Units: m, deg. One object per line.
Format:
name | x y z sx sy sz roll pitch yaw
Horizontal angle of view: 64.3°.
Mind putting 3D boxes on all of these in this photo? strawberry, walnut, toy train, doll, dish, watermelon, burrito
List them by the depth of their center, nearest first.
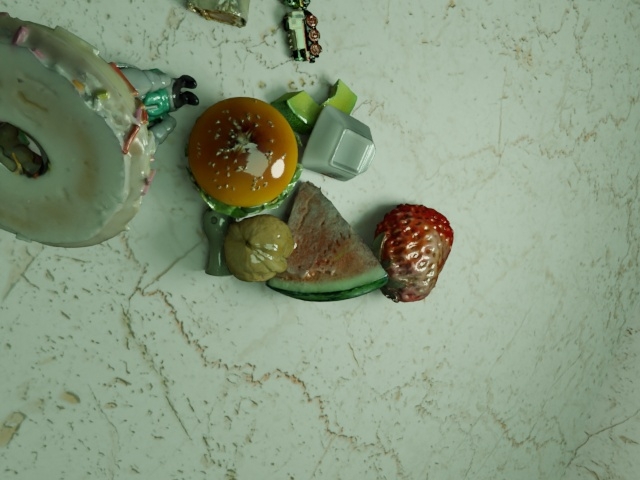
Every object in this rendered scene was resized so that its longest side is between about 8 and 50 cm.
doll | -0.344 -0.253 0.930 0.258 0.153 0.195 -49 139 -15
burrito | -0.186 -0.581 0.983 0.143 0.105 0.300 -3 105 -28
walnut | -0.132 0.015 1.070 0.149 0.166 0.166 41 75 10
toy train | -0.049 -0.517 1.117 0.085 0.053 0.250 -17 111 -20
dish | 0.069 -0.214 1.217 0.234 0.064 0.154 9 107 -53
watermelon | 0.000 0.036 1.252 0.282 0.293 0.250 -5 151 -7
strawberry | 0.275 0.024 1.360 0.336 0.149 0.265 -36 121 -42

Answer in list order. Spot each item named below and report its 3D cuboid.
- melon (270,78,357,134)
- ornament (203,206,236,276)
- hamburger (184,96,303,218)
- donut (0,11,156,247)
melon | -0.003 -0.310 1.193 0.209 0.064 0.118 -32 112 -25
ornament | -0.219 -0.003 1.123 0.081 0.074 0.156 -9 106 -45
hamburger | -0.152 -0.170 1.026 0.245 0.170 0.246 1 83 -10
donut | -0.440 -0.165 0.804 0.382 0.142 0.383 4 125 6
